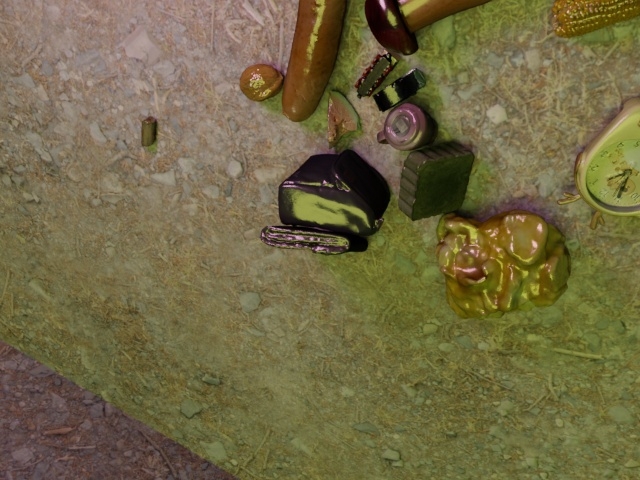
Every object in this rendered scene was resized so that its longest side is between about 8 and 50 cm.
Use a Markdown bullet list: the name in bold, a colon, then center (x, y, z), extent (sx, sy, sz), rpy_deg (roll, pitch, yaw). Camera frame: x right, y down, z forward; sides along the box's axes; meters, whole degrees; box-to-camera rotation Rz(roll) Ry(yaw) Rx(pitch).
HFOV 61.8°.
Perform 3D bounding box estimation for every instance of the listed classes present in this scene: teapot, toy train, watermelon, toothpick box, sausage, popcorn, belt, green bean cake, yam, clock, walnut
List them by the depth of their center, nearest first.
- **toothpick box**: center (0.244, -0.547, 1.192), extent (0.294, 0.192, 0.192), rpy_deg (-22, 109, 24)
- **clock**: center (0.729, -0.165, 1.283), extent (0.235, 0.096, 0.308), rpy_deg (37, 125, -4)
- **sausage**: center (-0.010, -0.526, 1.332), extent (0.136, 0.123, 0.501), rpy_deg (19, 124, 12)
- **belt**: center (0.200, -0.377, 1.347), extent (0.140, 0.105, 0.058), rpy_deg (-32, 101, 6)
- **toy train**: center (0.142, -0.422, 1.359), extent (0.050, 0.087, 0.138), rpy_deg (43, 127, 2)
- **teapot**: center (0.231, -0.275, 1.374), extent (0.148, 0.146, 0.116), rpy_deg (-47, 67, 30)
- **green bean cake**: center (0.296, -0.156, 1.399), extent (0.094, 0.185, 0.183), rpy_deg (44, 141, 41)
- **popcorn**: center (0.485, 0.057, 1.430), extent (0.334, 0.293, 0.292), rpy_deg (-9, 71, 22)
- **walnut**: center (-0.160, -0.431, 1.457), extent (0.124, 0.105, 0.105), rpy_deg (-7, 116, 23)
- **watermelon**: center (0.053, -0.333, 1.459), extent (0.101, 0.080, 0.155), rpy_deg (-7, 101, 14)
- **yam**: center (-0.543, -0.342, 1.686), extent (0.043, 0.043, 0.094), rpy_deg (20, 125, 9)

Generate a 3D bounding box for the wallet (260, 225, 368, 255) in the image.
- **wallet**: center (0.000, 0.001, 1.478), extent (0.228, 0.406, 0.062), rpy_deg (9, 92, 12)

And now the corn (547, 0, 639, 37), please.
- **corn**: center (0.632, -0.510, 1.117), extent (0.310, 0.101, 0.101), rpy_deg (-12, 114, 28)

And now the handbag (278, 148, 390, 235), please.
- **handbag**: center (0.056, -0.142, 1.432), extent (0.275, 0.302, 0.178), rpy_deg (3, 113, 16)
